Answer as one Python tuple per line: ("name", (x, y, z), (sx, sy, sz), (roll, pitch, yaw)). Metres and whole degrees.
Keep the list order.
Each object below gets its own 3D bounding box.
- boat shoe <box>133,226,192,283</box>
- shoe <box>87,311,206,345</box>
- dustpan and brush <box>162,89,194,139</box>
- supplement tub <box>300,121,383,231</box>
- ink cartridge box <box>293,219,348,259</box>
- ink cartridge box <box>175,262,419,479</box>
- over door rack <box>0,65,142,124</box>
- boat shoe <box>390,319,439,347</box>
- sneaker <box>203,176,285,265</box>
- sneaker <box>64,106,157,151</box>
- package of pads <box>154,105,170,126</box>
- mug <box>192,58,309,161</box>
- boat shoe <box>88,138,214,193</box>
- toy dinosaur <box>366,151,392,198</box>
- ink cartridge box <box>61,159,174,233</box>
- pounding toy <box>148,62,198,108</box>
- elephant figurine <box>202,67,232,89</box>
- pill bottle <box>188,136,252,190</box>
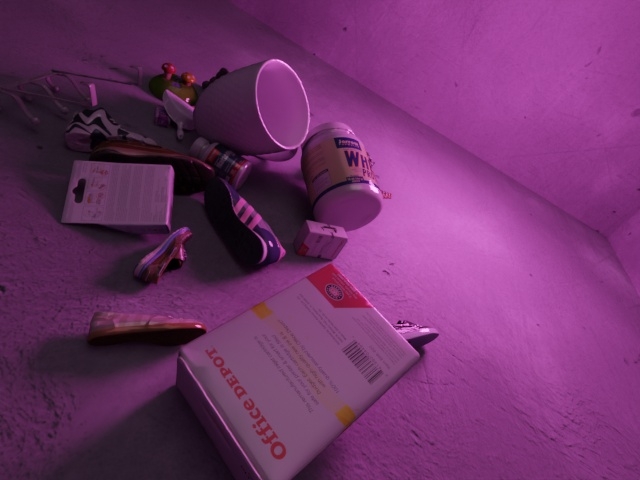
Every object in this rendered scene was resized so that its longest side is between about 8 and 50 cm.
("boat shoe", (-0.357, 0.039, 0.981), (0.066, 0.066, 0.183), (37, 45, -2))
("shoe", (-0.337, 0.170, 0.819), (0.219, 0.076, 0.058), (6, 48, -30))
("dustpan and brush", (-0.482, -0.420, 1.431), (0.147, 0.060, 0.211), (31, 22, -43))
("supplement tub", (0.061, -0.217, 1.405), (0.236, 0.235, 0.324), (6, 55, -32))
("ink cartridge box", (0.000, 0.000, 1.258), (0.135, 0.099, 0.056), (11, 39, -29))
("ink cartridge box", (-0.044, 0.255, 0.808), (0.385, 0.160, 0.279), (-26, 63, -37))
("over door rack", (-0.696, -0.409, 1.154), (0.325, 0.108, 0.239), (2, 34, 11))
("boat shoe", (0.230, 0.257, 1.150), (0.229, 0.080, 0.076), (-2, 49, -28))
("sneaker", (-0.218, -0.050, 1.171), (0.131, 0.112, 0.319), (8, 42, -56))
("sneaker", (-0.598, -0.320, 1.194), (0.235, 0.094, 0.153), (-1, 55, -24))
("package of pads", (-0.544, -0.427, 1.420), (0.050, 0.032, 0.083), (8, 41, -26))
("mug", (-0.224, -0.393, 1.397), (0.374, 0.328, 0.276), (43, 54, -48))
("boat shoe", (-0.464, -0.221, 1.160), (0.324, 0.122, 0.119), (8, 37, -30))
("toy dinosaur", (0.124, -0.239, 1.641), (0.322, 0.164, 0.218), (38, 46, -24))
("ink cartridge box", (-0.494, -0.108, 1.032), (0.233, 0.066, 0.188), (-1, 62, -10))
("pounding toy", (-0.528, -0.586, 1.556), (0.237, 0.110, 0.183), (45, 38, 19))
("elephant figurine", (-0.383, -0.597, 1.646), (0.240, 0.186, 0.169), (28, 49, -7))
("pill bottle", (-0.319, -0.246, 1.306), (0.180, 0.108, 0.108), (31, 35, -1))
